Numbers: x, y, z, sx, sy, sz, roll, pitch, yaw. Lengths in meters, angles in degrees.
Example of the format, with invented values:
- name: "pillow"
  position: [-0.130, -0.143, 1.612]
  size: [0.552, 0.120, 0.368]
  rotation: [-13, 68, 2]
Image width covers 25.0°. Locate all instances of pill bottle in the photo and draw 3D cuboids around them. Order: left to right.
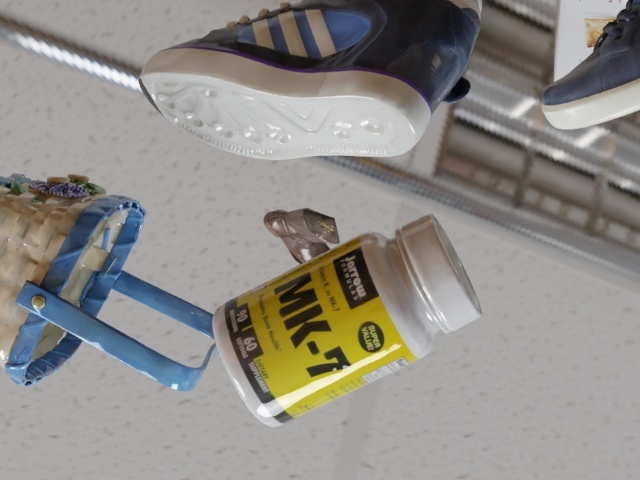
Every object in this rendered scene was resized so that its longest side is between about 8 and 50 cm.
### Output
- name: "pill bottle"
  position: [0.024, 0.065, 1.235]
  size: [0.209, 0.119, 0.119]
  rotation: [-27, -86, 10]

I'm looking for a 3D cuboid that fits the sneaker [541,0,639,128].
- name: "sneaker"
  position: [0.304, -0.231, 1.152]
  size: [0.350, 0.131, 0.148]
  rotation: [-35, -79, 8]

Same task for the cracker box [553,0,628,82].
- name: "cracker box"
  position: [0.297, -0.226, 1.328]
  size: [0.156, 0.232, 0.067]
  rotation: [1, -123, 7]

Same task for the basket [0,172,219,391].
- name: "basket"
  position: [-0.230, 0.051, 1.410]
  size: [0.289, 0.255, 0.201]
  rotation: [31, -84, 0]

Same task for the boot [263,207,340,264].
- name: "boot"
  position: [0.000, 0.000, 1.560]
  size: [0.106, 0.114, 0.037]
  rotation: [35, -108, -23]

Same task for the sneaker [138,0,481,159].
- name: "sneaker"
  position: [0.003, -0.205, 1.424]
  size: [0.236, 0.323, 0.130]
  rotation: [-63, -35, -29]
